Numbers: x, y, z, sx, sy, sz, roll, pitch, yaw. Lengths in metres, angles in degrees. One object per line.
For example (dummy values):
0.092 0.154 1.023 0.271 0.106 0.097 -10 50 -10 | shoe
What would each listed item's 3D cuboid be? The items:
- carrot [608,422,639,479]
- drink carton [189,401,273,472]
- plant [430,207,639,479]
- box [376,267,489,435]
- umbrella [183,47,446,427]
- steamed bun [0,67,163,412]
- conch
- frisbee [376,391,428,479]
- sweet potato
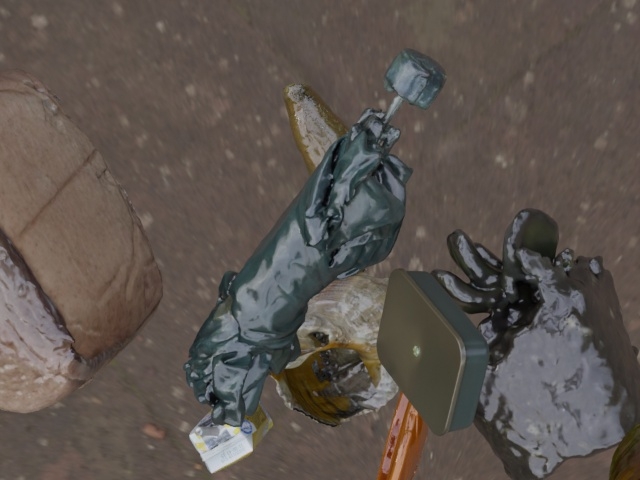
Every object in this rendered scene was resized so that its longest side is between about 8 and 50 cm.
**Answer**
0.204 0.183 0.810 0.114 0.302 0.114 3 101 12 | carrot
-0.119 0.251 1.931 0.084 0.200 0.074 -28 92 11 | drink carton
0.223 0.108 1.569 0.188 0.199 0.276 -25 84 25 | plant
0.087 0.085 1.157 0.031 0.126 0.091 -4 120 -24 | box
0.002 0.002 1.203 0.094 0.143 0.349 28 109 -16 | umbrella
-0.304 0.005 1.345 0.199 0.251 0.301 -25 99 24 | steamed bun
0.015 0.139 1.842 0.163 0.245 0.178 -36 77 41 | conch
0.092 0.205 1.541 0.035 0.192 0.192 17 80 1 | frisbee
0.015 -0.067 1.912 0.112 0.085 0.285 -21 108 -27 | sweet potato
